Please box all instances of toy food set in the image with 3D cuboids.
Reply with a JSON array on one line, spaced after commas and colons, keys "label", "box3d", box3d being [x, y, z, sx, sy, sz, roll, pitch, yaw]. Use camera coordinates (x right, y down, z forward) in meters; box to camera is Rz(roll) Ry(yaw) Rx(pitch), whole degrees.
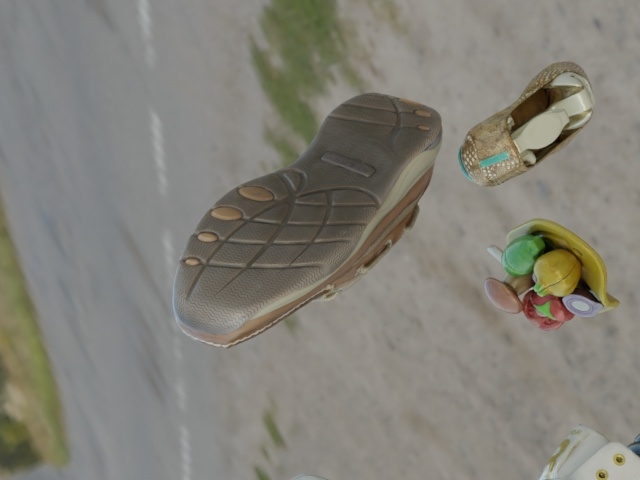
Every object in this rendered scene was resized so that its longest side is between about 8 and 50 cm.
[{"label": "toy food set", "box3d": [0.230, 0.052, 1.730, 0.128, 0.071, 0.218, 45, 164, -1]}]

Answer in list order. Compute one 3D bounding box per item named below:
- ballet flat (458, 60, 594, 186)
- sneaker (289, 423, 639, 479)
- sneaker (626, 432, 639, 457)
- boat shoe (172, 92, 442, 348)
[{"label": "ballet flat", "box3d": [0.202, -0.106, 1.450, 0.067, 0.206, 0.073, -15, 109, 46]}, {"label": "sneaker", "box3d": [0.115, 0.185, 1.067, 0.292, 0.169, 0.108, 29, 157, -8]}, {"label": "sneaker", "box3d": [0.324, 0.236, 1.337, 0.295, 0.147, 0.104, 17, 148, 53]}, {"label": "boat shoe", "box3d": [0.000, 0.000, 1.342, 0.123, 0.324, 0.116, 26, 134, 26]}]
